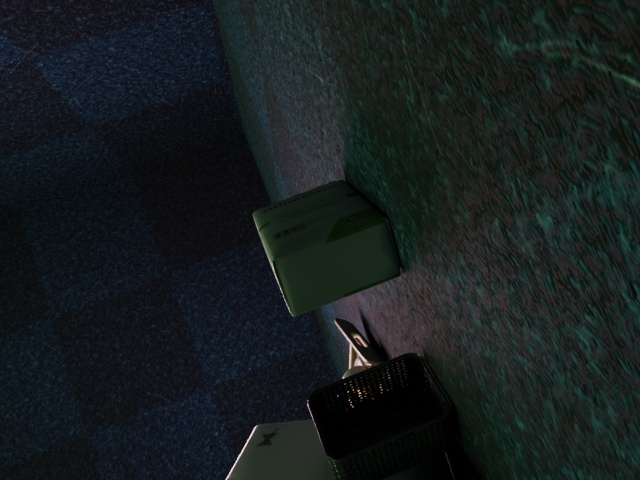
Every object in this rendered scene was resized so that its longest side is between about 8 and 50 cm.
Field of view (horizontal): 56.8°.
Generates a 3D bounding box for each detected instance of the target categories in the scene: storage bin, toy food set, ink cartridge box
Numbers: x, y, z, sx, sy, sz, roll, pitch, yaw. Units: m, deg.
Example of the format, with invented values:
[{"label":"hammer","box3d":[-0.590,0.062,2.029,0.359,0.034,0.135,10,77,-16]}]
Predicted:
[{"label":"storage bin","box3d":[0.086,0.253,0.833,0.122,0.180,0.084,-118,9,-52]},{"label":"toy food set","box3d":[0.073,0.356,1.332,0.220,0.093,0.305,-137,47,-66]},{"label":"ink cartridge box","box3d":[0.000,0.000,0.857,0.219,0.160,0.092,-123,14,-68]}]

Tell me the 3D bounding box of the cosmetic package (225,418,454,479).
[{"label":"cosmetic package","box3d":[0.047,0.526,0.913,0.327,0.330,0.393,-53,-53,-62]}]
